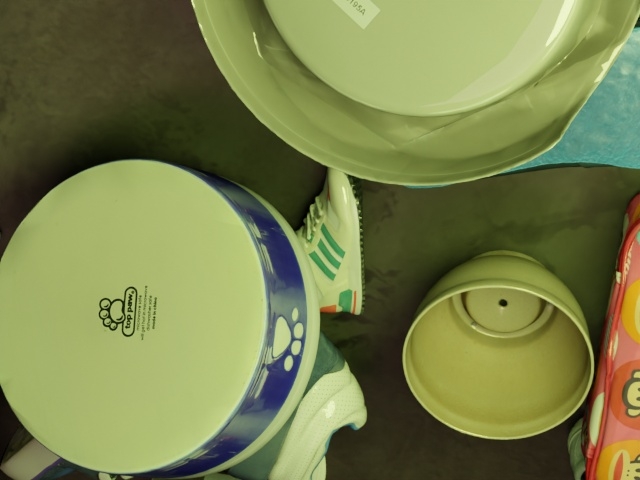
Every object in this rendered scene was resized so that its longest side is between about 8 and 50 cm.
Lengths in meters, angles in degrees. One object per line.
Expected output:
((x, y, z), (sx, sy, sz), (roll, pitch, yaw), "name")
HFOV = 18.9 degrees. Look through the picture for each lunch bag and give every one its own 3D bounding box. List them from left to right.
((0.363, 0.108, 1.619), (0.258, 0.120, 0.293), (8, 107, 4), "lunch bag")

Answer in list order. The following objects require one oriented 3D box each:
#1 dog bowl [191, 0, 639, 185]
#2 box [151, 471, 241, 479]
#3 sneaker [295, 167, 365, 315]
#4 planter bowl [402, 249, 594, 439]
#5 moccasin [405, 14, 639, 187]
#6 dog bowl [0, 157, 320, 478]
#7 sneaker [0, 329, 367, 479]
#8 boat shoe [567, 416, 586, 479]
((0.078, -0.219, 1.401), (0.349, 0.102, 0.349), (5, 106, 17), "dog bowl")
((-0.107, 0.323, 1.925), (0.136, 0.036, 0.225), (8, 128, 1), "box")
((0.000, 0.000, 1.661), (0.075, 0.057, 0.161), (-2, 129, 2), "sneaker")
((0.156, 0.076, 1.663), (0.162, 0.109, 0.162), (4, 124, 6), "planter bowl")
((0.204, -0.128, 1.512), (0.342, 0.117, 0.138), (-3, 113, 15), "moccasin")
((-0.140, 0.066, 1.604), (0.265, 0.265, 0.104), (-19, 166, 20), "dog bowl")
((-0.112, 0.184, 1.761), (0.323, 0.130, 0.236), (-39, 108, 22), "sneaker")
((0.338, 0.193, 1.744), (0.227, 0.081, 0.079), (-9, 124, 13), "boat shoe")
